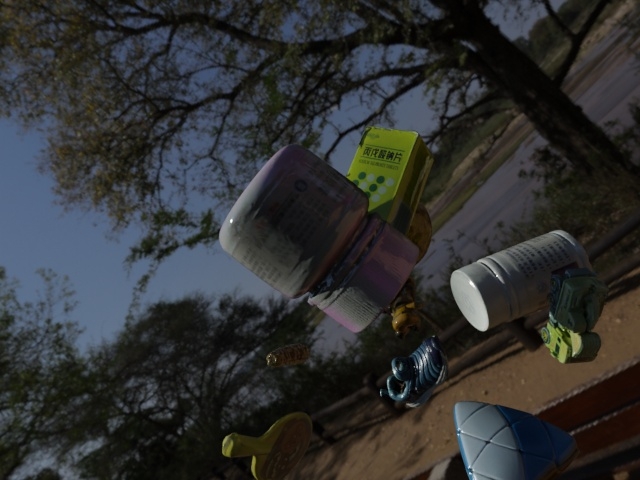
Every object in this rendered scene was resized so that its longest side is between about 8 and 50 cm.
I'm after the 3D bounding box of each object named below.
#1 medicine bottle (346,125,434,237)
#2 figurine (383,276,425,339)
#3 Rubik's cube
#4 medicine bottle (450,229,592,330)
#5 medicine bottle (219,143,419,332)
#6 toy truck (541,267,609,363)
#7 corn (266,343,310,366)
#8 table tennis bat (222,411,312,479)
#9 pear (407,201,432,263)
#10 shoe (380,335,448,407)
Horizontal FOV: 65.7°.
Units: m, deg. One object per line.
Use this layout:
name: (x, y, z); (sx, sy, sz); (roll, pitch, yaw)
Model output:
medicine bottle: (0.148, -0.120, 1.136); (0.141, 0.137, 0.250); (35, -106, -55)
figurine: (0.312, 0.247, 1.955); (0.192, 0.167, 0.257); (-54, 23, 25)
Rubik's cube: (0.383, 0.462, 1.088); (0.254, 0.254, 0.254); (-46, -5, -5)
medicine bottle: (0.554, 0.112, 1.386); (0.332, 0.190, 0.190); (-21, -8, -5)
medicine bottle: (0.000, 0.000, 0.954); (0.256, 0.325, 0.256); (-53, 1, 1)
toy truck: (0.495, 0.152, 0.949); (0.116, 0.085, 0.191); (-90, -4, -63)
corn: (-0.118, 0.422, 1.803); (0.079, 0.079, 0.237); (-48, -22, 16)
table tennis bat: (-0.139, 0.580, 1.396); (0.369, 0.054, 0.224); (36, -99, -51)
pear: (0.247, -0.028, 1.680); (0.281, 0.281, 0.281); (-46, -5, -5)
shoe: (0.213, 0.297, 1.118); (0.091, 0.106, 0.207); (-102, 31, -52)
